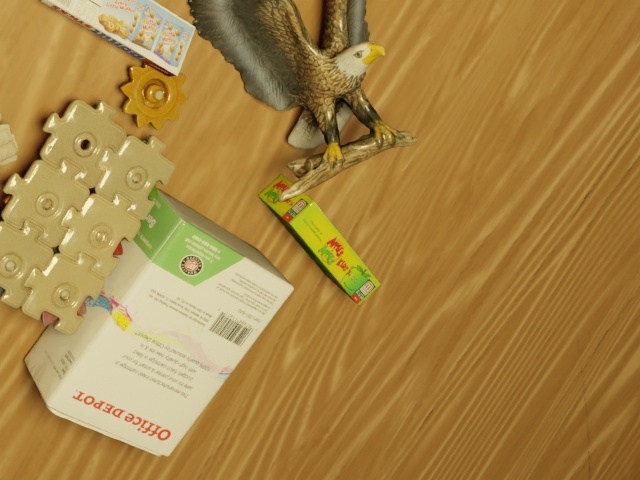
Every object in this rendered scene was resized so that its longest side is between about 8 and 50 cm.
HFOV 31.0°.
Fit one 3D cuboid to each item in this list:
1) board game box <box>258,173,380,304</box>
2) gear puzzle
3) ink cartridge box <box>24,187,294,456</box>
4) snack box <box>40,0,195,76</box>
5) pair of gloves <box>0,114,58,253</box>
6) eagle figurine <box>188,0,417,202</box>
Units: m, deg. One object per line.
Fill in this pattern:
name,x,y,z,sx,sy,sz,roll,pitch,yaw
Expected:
board game box,0.000,0.000,1.520,0.043,0.092,0.181,-44,130,-5
gear puzzle,-0.268,-0.070,1.325,0.175,0.044,0.339,35,84,-39
ink cartridge box,-0.201,0.104,1.438,0.201,0.117,0.278,33,96,-39
snack box,-0.219,-0.249,1.274,0.178,0.022,0.064,28,74,-39
pair of gloves,-0.414,-0.030,1.280,0.204,0.042,0.240,-31,134,-20
eagle figurine,0.002,-0.229,1.362,0.298,0.225,0.226,67,27,-8
